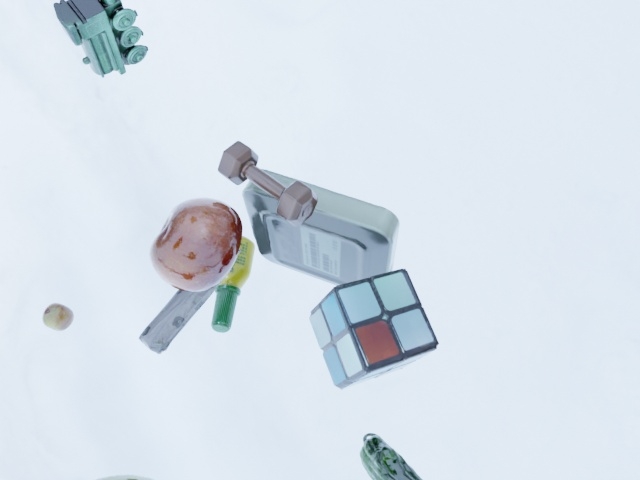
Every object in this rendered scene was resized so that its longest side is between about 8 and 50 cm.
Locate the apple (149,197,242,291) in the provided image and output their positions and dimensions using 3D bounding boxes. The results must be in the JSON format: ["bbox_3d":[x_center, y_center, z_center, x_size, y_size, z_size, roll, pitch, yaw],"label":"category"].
[{"bbox_3d":[-0.257,0.005,1.171,0.162,0.201,0.201,21,67,-20],"label":"apple"}]

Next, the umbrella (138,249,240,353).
[{"bbox_3d":[-0.324,0.138,1.456,0.073,0.067,0.337,33,74,21],"label":"umbrella"}]

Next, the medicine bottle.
[{"bbox_3d":[-0.259,0.116,1.628,0.111,0.076,0.309,3,51,2],"label":"medicine bottle"}]

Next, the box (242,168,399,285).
[{"bbox_3d":[0.000,0.000,1.410,0.372,0.367,0.091,18,63,13],"label":"box"}]

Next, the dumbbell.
[{"bbox_3d":[-0.111,-0.119,1.191,0.230,0.092,0.082,35,89,22],"label":"dumbbell"}]

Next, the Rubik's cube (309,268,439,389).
[{"bbox_3d":[0.103,0.182,1.170,0.180,0.167,0.184,-10,67,-25],"label":"Rubik's cube"}]

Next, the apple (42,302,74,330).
[{"bbox_3d":[-0.726,0.213,1.580,0.083,0.084,0.071,20,62,9],"label":"apple"}]

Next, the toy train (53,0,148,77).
[{"bbox_3d":[-0.342,-0.326,0.907,0.111,0.170,0.071,-34,79,-16],"label":"toy train"}]

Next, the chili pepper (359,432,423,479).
[{"bbox_3d":[0.169,0.507,1.242,0.100,0.074,0.257,-34,43,-26],"label":"chili pepper"}]

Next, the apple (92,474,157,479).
[{"bbox_3d":[-0.349,0.560,0.940,0.257,0.233,0.295,16,93,-18],"label":"apple"}]
